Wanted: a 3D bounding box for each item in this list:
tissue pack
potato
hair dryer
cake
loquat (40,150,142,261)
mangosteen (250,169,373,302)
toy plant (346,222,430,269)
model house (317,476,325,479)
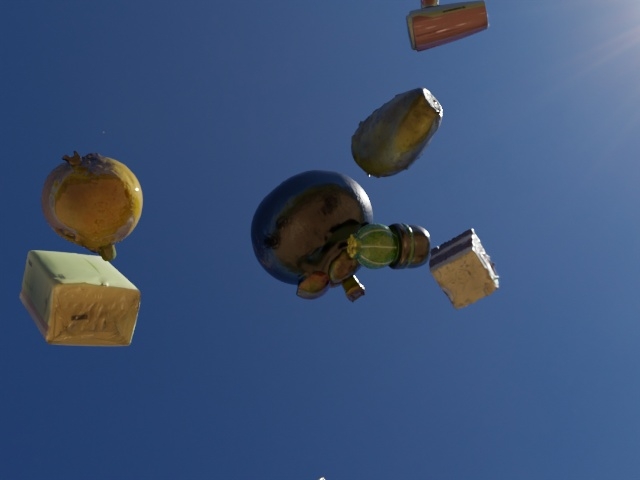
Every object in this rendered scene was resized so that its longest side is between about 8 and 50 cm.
[{"bbox_3d":[-0.458,0.106,1.283,0.159,0.234,0.125,7,-79,-35],"label":"tissue pack"},{"bbox_3d":[0.138,-0.187,1.209,0.113,0.251,0.149,36,-113,-16],"label":"potato"},{"bbox_3d":[0.162,-0.334,0.926,0.106,0.054,0.154,-14,-119,11],"label":"hair dryer"},{"bbox_3d":[0.337,0.069,1.584,0.134,0.147,0.135,-31,-80,12],"label":"cake"},{"bbox_3d":[-0.402,-0.060,1.203,0.172,0.149,0.205,-13,-79,-17],"label":"loquat"},{"bbox_3d":[0.000,0.000,1.464,0.275,0.275,0.302,-30,-103,-11],"label":"mangosteen"},{"bbox_3d":[0.130,0.012,1.324,0.162,0.093,0.093,-1,-81,-22],"label":"toy plant"},{"bbox_3d":[-0.023,0.490,1.227,0.100,0.087,0.100,-15,-95,21],"label":"model house"}]
